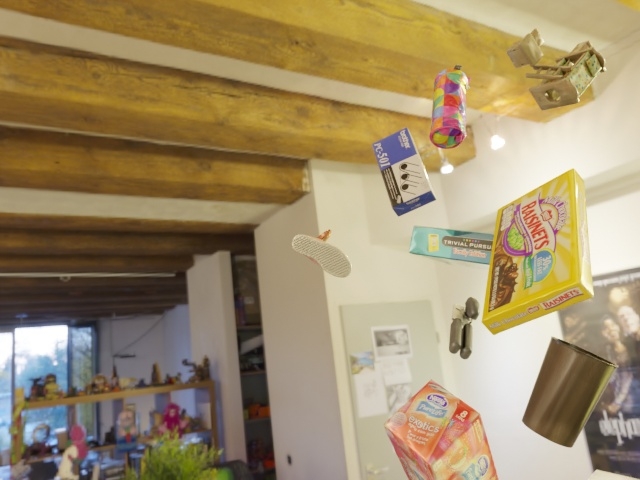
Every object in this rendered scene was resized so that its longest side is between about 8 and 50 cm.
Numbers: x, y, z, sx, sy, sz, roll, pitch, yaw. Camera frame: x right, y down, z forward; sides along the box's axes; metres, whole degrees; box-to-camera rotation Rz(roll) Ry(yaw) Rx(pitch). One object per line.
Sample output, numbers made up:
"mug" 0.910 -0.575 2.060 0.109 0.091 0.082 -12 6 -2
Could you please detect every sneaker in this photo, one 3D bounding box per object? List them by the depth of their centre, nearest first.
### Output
"sneaker" 0.013 0.030 1.041 0.134 0.051 0.070 29 4 25

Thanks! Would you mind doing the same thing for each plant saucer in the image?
"plant saucer" 0.000 0.000 1.534 0.083 0.013 0.083 -39 11 9

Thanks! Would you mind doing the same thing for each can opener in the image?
"can opener" 0.468 0.269 1.746 0.076 0.095 0.283 27 25 4

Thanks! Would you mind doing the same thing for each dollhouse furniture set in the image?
"dollhouse furniture set" 0.502 -0.392 1.098 0.182 0.161 0.101 -47 20 -15

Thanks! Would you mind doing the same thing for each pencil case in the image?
"pencil case" 0.357 -0.366 1.481 0.104 0.236 0.104 10 -27 5

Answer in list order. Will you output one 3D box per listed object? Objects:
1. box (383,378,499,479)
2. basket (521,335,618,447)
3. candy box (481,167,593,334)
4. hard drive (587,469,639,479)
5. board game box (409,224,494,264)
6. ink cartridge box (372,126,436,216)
"box" 0.271 0.470 1.167 0.154 0.300 0.142 -37 36 -20
"basket" 0.602 0.374 1.325 0.154 0.227 0.204 23 2 9
"candy box" 0.230 0.005 0.573 0.105 0.027 0.206 -31 19 37
"hard drive" 0.814 0.603 1.231 0.353 0.047 0.233 2 -12 33
"board game box" 0.441 0.033 1.407 0.336 0.079 0.253 8 -4 35
"ink cartridge box" 0.194 -0.165 1.272 0.097 0.207 0.046 -24 -37 16
